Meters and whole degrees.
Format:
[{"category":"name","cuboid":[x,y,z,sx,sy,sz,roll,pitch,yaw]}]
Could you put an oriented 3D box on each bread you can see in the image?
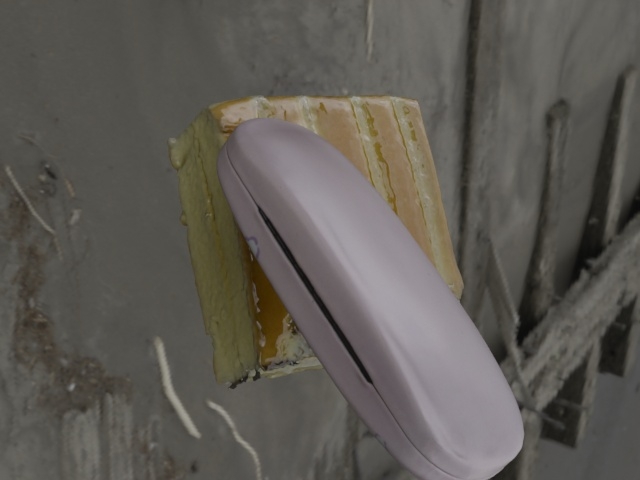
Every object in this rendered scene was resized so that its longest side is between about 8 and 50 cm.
[{"category":"bread","cuboid":[0.000,0.000,0.807,0.239,0.111,0.246,-7,78,-36]}]

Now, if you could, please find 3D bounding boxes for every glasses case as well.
[{"category":"glasses case","cuboid":[0.029,0.032,0.609,0.113,0.297,0.075,0,139,-51]}]
